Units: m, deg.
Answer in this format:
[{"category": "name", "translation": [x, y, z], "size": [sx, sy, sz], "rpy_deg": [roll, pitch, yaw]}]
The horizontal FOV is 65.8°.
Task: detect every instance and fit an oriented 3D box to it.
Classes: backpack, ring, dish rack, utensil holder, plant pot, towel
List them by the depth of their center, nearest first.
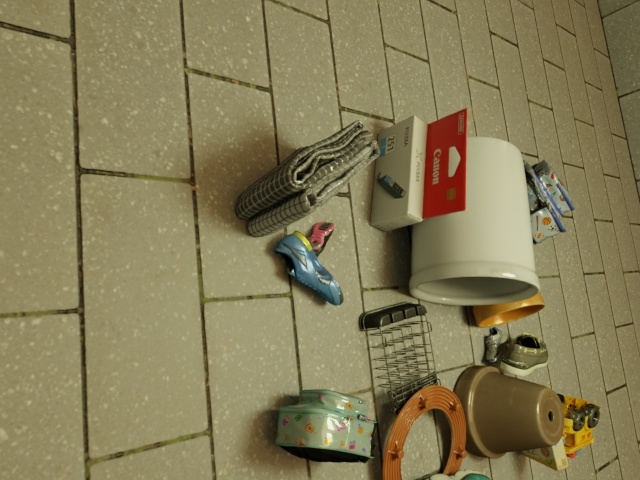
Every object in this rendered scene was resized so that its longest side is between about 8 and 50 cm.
[{"category": "backpack", "translation": [0.005, 0.381, 1.015], "size": [0.189, 0.166, 0.144], "rpy_deg": [18, 67, -39]}, {"category": "towel", "translation": [-0.029, -0.140, 1.073], "size": [0.121, 0.235, 0.284], "rpy_deg": [54, 51, -9]}, {"category": "ring", "translation": [0.279, 0.538, 1.251], "size": [0.337, 0.032, 0.336], "rpy_deg": [-2, 93, -42]}, {"category": "dish rack", "translation": [0.216, 0.303, 1.276], "size": [0.208, 0.074, 0.271], "rpy_deg": [-7, 86, -39]}, {"category": "utensil holder", "translation": [0.410, -0.041, 1.357], "size": [0.328, 0.328, 0.385], "rpy_deg": [19, 65, -35]}, {"category": "plant pot", "translation": [0.545, 0.485, 1.400], "size": [0.263, 0.229, 0.262], "rpy_deg": [12, 71, -37]}, {"category": "plant pot", "translation": [0.554, 0.146, 1.528], "size": [0.205, 0.205, 0.187], "rpy_deg": [7, 59, -39]}, {"category": "backpack", "translation": [0.726, -0.131, 1.673], "size": [0.263, 0.213, 0.276], "rpy_deg": [62, 28, -13]}]

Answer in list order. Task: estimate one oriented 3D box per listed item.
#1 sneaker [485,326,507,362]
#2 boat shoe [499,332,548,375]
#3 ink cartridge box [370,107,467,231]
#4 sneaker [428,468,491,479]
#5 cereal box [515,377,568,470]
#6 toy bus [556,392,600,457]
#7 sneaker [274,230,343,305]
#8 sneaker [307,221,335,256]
[{"category": "sneaker", "translation": [0.541, 0.328, 1.560], "size": [0.058, 0.052, 0.135], "rpy_deg": [47, 46, -9]}, {"category": "boat shoe", "translation": [0.663, 0.349, 1.578], "size": [0.305, 0.109, 0.091], "rpy_deg": [-2, 105, -52]}, {"category": "ink cartridge box", "translation": [0.256, -0.192, 1.301], "size": [0.066, 0.261, 0.296], "rpy_deg": [21, 66, -36]}, {"category": "sneaker", "translation": [0.370, 0.651, 1.241], "size": [0.275, 0.110, 0.106], "rpy_deg": [17, 81, -43]}, {"category": "cereal box", "translation": [0.658, 0.555, 1.515], "size": [0.048, 0.173, 0.239], "rpy_deg": [-10, 86, -14]}, {"category": "toy bus", "translation": [0.824, 0.644, 1.667], "size": [0.220, 0.150, 0.211], "rpy_deg": [2, 94, -37]}, {"category": "sneaker", "translation": [-0.029, 0.080, 1.132], "size": [0.082, 0.069, 0.209], "rpy_deg": [-43, 107, -26]}, {"category": "sneaker", "translation": [0.000, 0.000, 1.193], "size": [0.119, 0.047, 0.057], "rpy_deg": [-52, 148, -46]}]
